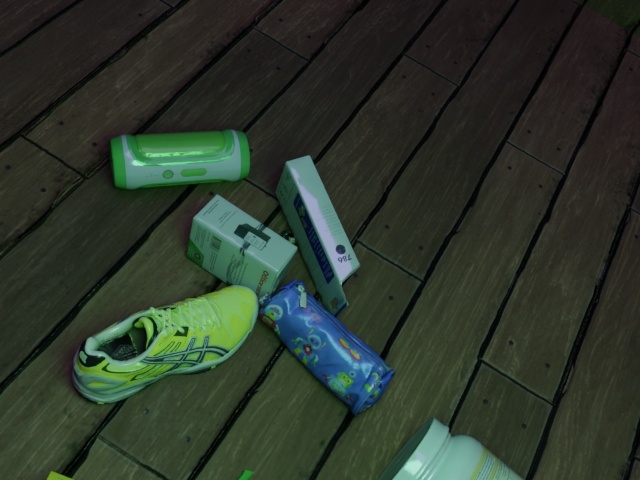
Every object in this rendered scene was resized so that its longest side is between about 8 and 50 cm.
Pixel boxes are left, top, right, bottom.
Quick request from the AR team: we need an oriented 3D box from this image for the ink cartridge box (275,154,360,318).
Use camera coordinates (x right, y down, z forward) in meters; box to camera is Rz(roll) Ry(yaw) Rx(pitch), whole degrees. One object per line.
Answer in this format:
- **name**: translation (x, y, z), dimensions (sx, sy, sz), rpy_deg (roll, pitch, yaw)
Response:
- **ink cartridge box**: translation (0.000, 0.000, 1.460), dimensions (0.065, 0.165, 0.332), rpy_deg (-18, 76, -19)

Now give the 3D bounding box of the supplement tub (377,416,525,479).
- **supplement tub**: translation (0.268, 0.500, 1.209), dimensions (0.331, 0.241, 0.241), rpy_deg (40, 57, 10)

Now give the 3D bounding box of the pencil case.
- **pencil case**: translation (0.012, 0.207, 1.385), dimensions (0.306, 0.133, 0.119), rpy_deg (44, 45, 12)

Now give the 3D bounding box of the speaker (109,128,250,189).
- **speaker**: translation (-0.315, -0.184, 1.539), dimensions (0.297, 0.131, 0.131), rpy_deg (-6, 61, -19)

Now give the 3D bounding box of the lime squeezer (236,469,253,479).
- **lime squeezer**: translation (-0.202, 0.540, 1.176), dimensions (0.110, 0.059, 0.310), rpy_deg (34, 48, -31)

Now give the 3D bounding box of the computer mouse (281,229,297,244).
- **computer mouse**: translation (-0.048, -0.073, 1.598), dimensions (0.106, 0.042, 0.192), rpy_deg (-4, 66, -12)

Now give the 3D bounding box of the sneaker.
- **sneaker**: translation (-0.278, 0.185, 1.308), dimensions (0.385, 0.147, 0.145), rpy_deg (-26, 67, -29)

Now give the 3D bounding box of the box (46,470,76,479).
- **box**: translation (-0.373, 0.450, 1.140), dimensions (0.179, 0.105, 0.043), rpy_deg (20, 50, -3)

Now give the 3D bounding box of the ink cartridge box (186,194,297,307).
- **ink cartridge box**: translation (-0.167, 0.025, 1.434), dimensions (0.208, 0.153, 0.087), rpy_deg (34, 52, 6)
